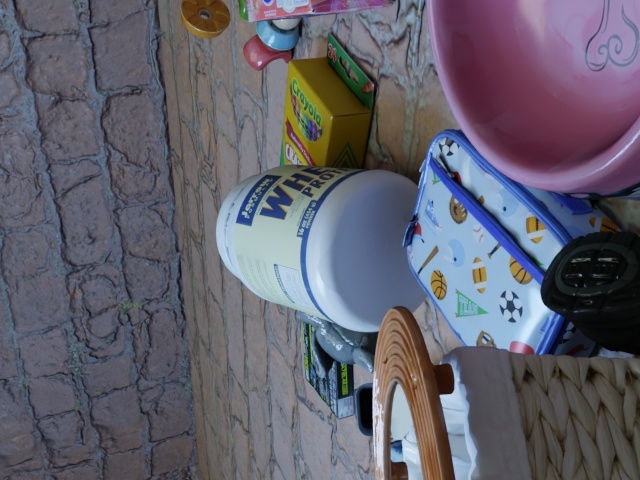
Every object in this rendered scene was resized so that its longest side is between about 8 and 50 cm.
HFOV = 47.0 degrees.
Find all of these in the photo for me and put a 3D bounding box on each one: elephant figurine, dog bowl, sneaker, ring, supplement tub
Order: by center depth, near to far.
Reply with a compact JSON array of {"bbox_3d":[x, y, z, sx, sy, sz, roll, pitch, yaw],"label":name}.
[{"bbox_3d":[0.077,0.218,0.567,0.336,0.032,0.336,177,90,-86],"label":"ring"},{"bbox_3d":[0.335,0.057,0.612,0.130,0.109,0.286,43,158,-32],"label":"sneaker"},{"bbox_3d":[0.240,-0.220,0.636,0.408,0.150,0.408,169,90,-69],"label":"dog bowl"},{"bbox_3d":[0.000,0.000,1.157,0.325,0.235,0.235,11,112,53],"label":"supplement tub"},{"bbox_3d":[0.049,0.177,1.361,0.169,0.186,0.239,23,149,13],"label":"elephant figurine"}]

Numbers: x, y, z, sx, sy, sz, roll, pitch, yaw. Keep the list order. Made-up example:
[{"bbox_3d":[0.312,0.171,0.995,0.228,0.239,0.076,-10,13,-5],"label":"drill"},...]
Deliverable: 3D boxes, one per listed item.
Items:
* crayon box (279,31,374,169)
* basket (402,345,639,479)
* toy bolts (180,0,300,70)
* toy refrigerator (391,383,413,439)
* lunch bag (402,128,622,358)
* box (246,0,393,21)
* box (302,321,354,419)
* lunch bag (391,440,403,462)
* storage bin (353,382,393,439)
[{"bbox_3d":[0.003,-0.191,1.346,0.202,0.081,0.318,-122,29,-43],"label":"crayon box"},{"bbox_3d":[0.223,0.280,0.597,0.331,0.266,0.328,91,176,-64],"label":"basket"},{"bbox_3d":[-0.138,-0.460,1.439,0.228,0.218,0.158,55,148,9],"label":"toy bolts"},{"bbox_3d":[0.191,0.233,1.053,0.269,0.102,0.094,139,118,-65],"label":"toy refrigerator"},{"bbox_3d":[0.214,0.006,0.871,0.303,0.115,0.243,-124,33,-44],"label":"lunch bag"},{"bbox_3d":[-0.016,-0.437,1.183,0.300,0.142,0.154,-152,54,-64],"label":"box"},{"bbox_3d":[0.014,0.260,1.598,0.184,0.045,0.191,-138,41,-61],"label":"box"},{"bbox_3d":[0.180,0.395,1.186,0.129,0.096,0.151,2,117,66],"label":"lunch bag"},{"bbox_3d":[0.118,0.280,1.228,0.091,0.135,0.098,140,126,-79],"label":"storage bin"}]
